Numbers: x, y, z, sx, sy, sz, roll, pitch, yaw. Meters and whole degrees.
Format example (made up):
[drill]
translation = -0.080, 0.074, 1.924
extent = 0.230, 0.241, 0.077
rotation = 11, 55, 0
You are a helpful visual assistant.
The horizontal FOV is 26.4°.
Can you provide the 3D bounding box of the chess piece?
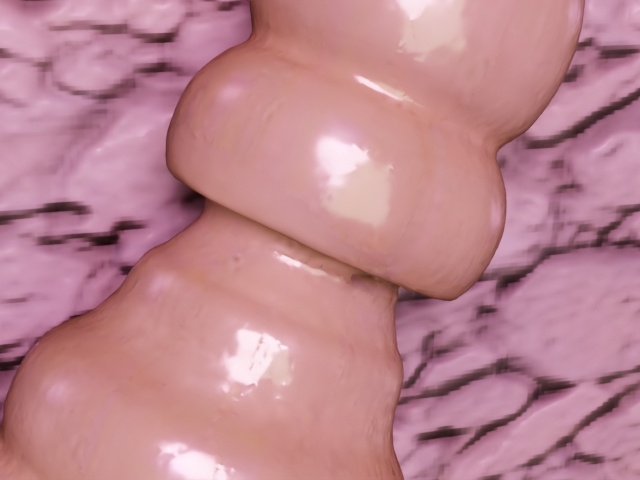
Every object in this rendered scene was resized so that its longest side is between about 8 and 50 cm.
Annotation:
[chess piece]
translation = 0.000, 0.000, 0.506
extent = 0.167, 0.167, 0.299
rotation = 25, 94, -25
